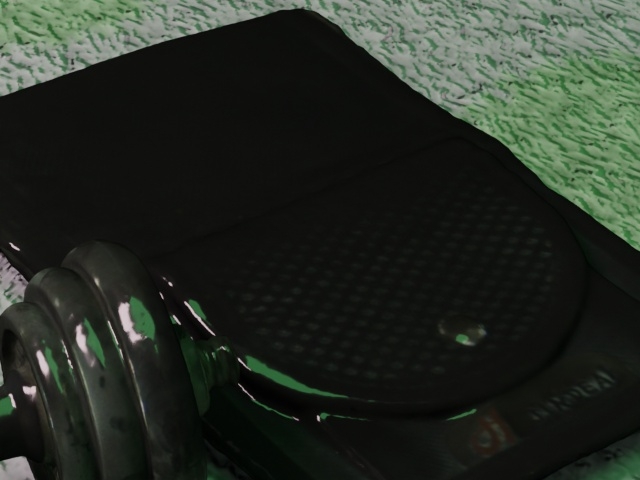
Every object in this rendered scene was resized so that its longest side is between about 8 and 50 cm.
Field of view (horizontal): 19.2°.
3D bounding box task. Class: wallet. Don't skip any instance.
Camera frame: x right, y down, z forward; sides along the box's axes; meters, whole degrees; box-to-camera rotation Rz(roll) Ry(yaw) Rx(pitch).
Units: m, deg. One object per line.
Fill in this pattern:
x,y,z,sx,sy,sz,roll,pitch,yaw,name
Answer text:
0.000,0.000,0.823,0.247,0.041,0.323,-21,45,-36,wallet

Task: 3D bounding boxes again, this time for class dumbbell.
-0.147,0.073,0.649,0.254,0.110,0.110,-14,43,-20,dumbbell
